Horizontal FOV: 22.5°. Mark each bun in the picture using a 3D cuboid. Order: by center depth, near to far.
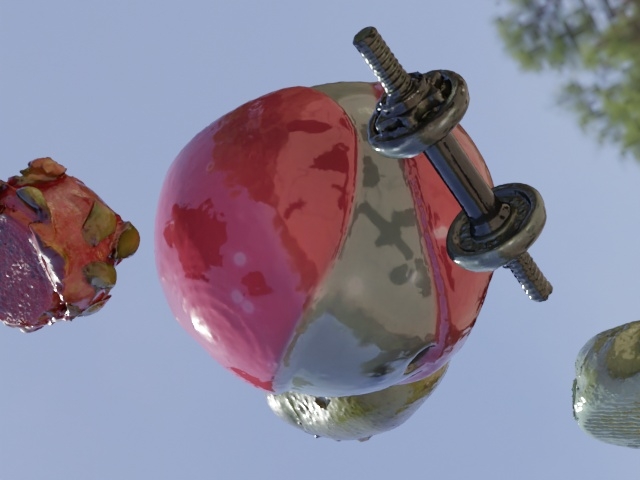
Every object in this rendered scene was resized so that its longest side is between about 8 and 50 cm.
[{"bbox_3d":[0.366,0.142,1.654,0.221,0.221,0.108,37,-131,-45],"label":"bun"}]

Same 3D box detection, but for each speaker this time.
[{"bbox_3d":[0.000,0.000,1.359,0.294,0.294,0.294,44,-149,-36],"label":"speaker"}]

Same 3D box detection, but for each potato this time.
[{"bbox_3d":[0.047,0.124,1.730,0.141,0.298,0.176,7,-106,-35],"label":"potato"}]

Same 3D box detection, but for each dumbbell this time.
[{"bbox_3d":[0.096,-0.049,1.125,0.254,0.081,0.081,53,-153,-29],"label":"dumbbell"}]

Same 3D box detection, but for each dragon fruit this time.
[{"bbox_3d":[-0.222,0.002,1.290,0.208,0.150,0.133,-119,9,-84],"label":"dragon fruit"}]
